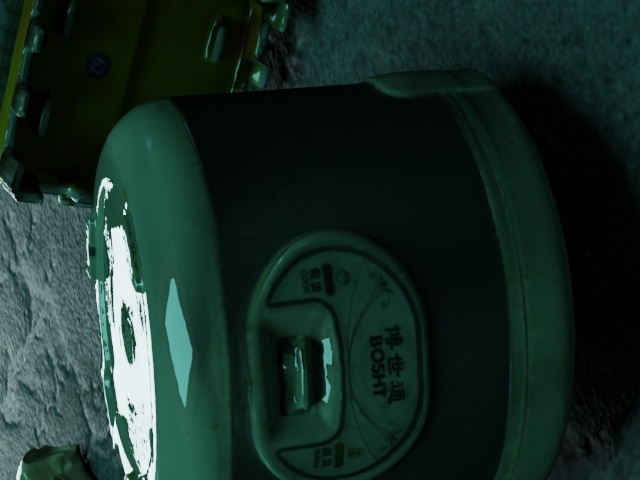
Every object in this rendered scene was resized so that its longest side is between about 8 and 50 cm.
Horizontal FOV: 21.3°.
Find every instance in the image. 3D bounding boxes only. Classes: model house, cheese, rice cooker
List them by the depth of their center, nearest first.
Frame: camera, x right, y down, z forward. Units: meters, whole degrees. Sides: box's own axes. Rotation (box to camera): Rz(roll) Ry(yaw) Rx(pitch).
[{"bbox_3d":[0.010,0.044,1.029,0.288,0.277,0.288,176,90,-75],"label":"rice cooker"},{"bbox_3d":[-0.160,-0.142,1.292,0.215,0.198,0.224,40,120,56],"label":"model house"},{"bbox_3d":[-0.250,0.341,1.747,0.163,0.071,0.249,14,112,56],"label":"cheese"}]

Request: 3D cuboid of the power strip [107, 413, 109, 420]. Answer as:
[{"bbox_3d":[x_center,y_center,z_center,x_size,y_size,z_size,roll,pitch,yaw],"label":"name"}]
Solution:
[{"bbox_3d":[-0.149,0.165,1.530,0.198,0.064,0.213,-9,93,61],"label":"power strip"}]
